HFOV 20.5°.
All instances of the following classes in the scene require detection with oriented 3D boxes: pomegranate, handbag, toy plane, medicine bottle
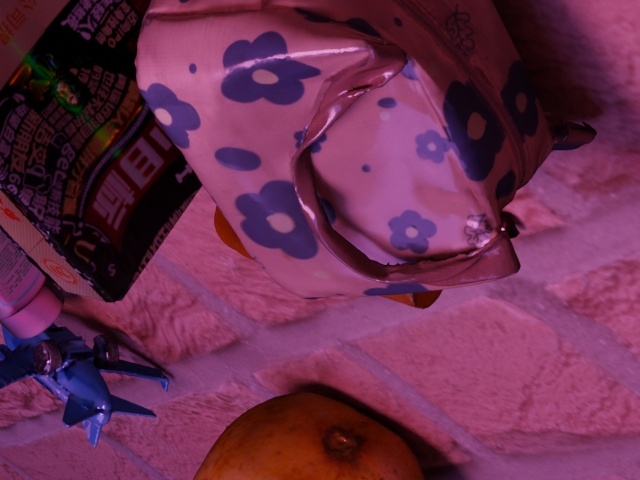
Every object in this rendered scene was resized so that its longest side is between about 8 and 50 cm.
[{"bbox_3d":[-0.015,0.291,1.867,0.260,0.260,0.260,29,158,13],"label":"pomegranate"},{"bbox_3d":[0.032,-0.087,1.099,0.193,0.190,0.251,0,137,39],"label":"handbag"},{"bbox_3d":[-0.315,0.145,2.119,0.271,0.254,0.105,45,125,41],"label":"toy plane"},{"bbox_3d":[-0.379,0.027,2.024,0.119,0.094,0.188,10,148,42],"label":"medicine bottle"}]

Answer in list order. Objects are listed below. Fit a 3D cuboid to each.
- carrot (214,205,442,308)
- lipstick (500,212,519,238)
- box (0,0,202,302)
[{"bbox_3d":[0.000,0.000,1.475,0.225,0.067,0.067,17,153,32],"label":"carrot"},{"bbox_3d":[0.078,-0.022,1.369,0.176,0.027,0.027,12,149,42],"label":"lipstick"},{"bbox_3d":[-0.210,-0.123,1.329,0.084,0.198,0.310,9,148,46],"label":"box"}]
